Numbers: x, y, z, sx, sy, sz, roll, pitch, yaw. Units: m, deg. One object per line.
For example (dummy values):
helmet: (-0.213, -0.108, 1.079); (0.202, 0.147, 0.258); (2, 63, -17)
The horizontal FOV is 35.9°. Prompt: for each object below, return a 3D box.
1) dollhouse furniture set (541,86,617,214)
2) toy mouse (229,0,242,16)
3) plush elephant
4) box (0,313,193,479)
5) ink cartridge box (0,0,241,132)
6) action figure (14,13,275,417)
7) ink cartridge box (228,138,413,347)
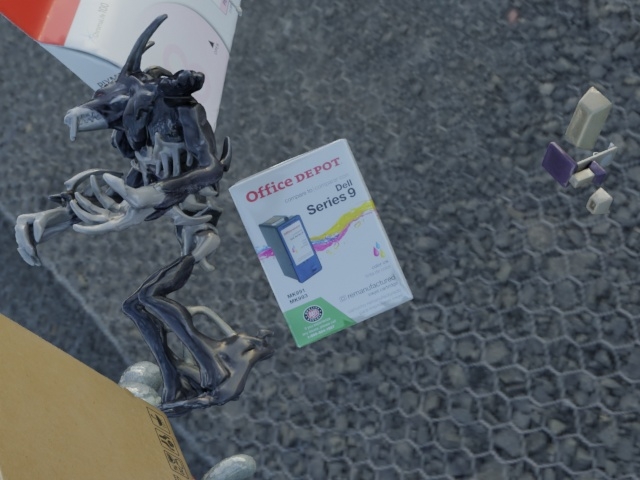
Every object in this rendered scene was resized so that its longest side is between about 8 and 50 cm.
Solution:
dollhouse furniture set: (0.307, -0.103, 1.040); (0.091, 0.081, 0.114); (52, 149, 31)
toy mouse: (-0.105, -0.211, 0.625); (0.031, 0.143, 0.161); (-10, 106, 17)
plush elephant: (-0.210, 0.361, 1.370); (0.272, 0.255, 0.330); (149, 143, -78)
box: (-0.106, 0.123, 0.477); (0.021, 0.164, 0.201); (-42, 42, 5)
ink cartridge box: (-0.167, -0.210, 0.817); (0.066, 0.232, 0.189); (-16, 48, 29)
action figure: (-0.126, -0.015, 0.678); (0.164, 0.141, 0.276); (-28, 75, 59)
ink cartridge box: (0.000, 0.000, 1.198); (0.154, 0.093, 0.212); (-22, 93, 1)
